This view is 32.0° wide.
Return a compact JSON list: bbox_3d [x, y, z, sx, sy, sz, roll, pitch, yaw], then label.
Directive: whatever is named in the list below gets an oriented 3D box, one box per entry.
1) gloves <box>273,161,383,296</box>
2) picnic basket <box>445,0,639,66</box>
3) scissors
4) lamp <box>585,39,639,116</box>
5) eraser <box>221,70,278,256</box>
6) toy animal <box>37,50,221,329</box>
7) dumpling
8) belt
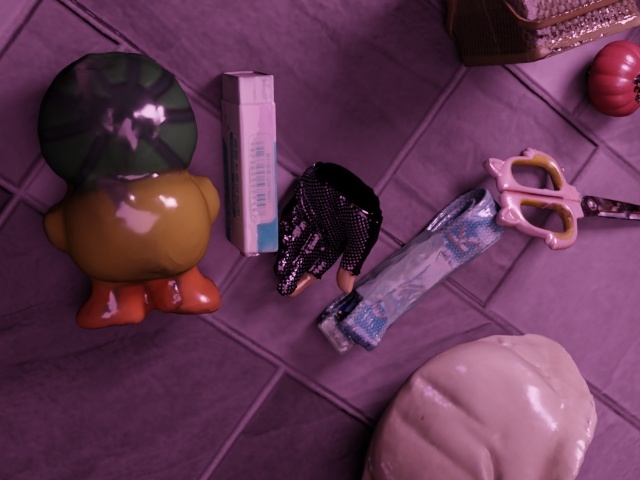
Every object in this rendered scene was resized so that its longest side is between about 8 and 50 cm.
[{"bbox_3d":[-0.002,-0.002,1.487,0.129,0.106,0.180,23,122,-20],"label":"gloves"},{"bbox_3d":[0.268,-0.309,1.407,0.165,0.267,0.139,-21,102,-10],"label":"picnic basket"},{"bbox_3d":[0.365,-0.054,1.590,0.318,0.024,0.160,5,63,-32],"label":"scissors"},{"bbox_3d":[0.419,-0.226,1.563,0.107,0.092,0.107,-24,122,-47],"label":"lamp"},{"bbox_3d":[-0.090,-0.100,1.424,0.052,0.095,0.225,-5,103,-17],"label":"eraser"},{"bbox_3d":[-0.226,-0.057,1.338,0.216,0.191,0.338,-11,105,-15],"label":"toy animal"},{"bbox_3d":[0.200,0.299,1.489,0.395,0.315,0.233,-39,116,3],"label":"dumpling"},{"bbox_3d":[0.128,0.043,1.530,0.302,0.087,0.072,-40,111,-6],"label":"belt"}]
